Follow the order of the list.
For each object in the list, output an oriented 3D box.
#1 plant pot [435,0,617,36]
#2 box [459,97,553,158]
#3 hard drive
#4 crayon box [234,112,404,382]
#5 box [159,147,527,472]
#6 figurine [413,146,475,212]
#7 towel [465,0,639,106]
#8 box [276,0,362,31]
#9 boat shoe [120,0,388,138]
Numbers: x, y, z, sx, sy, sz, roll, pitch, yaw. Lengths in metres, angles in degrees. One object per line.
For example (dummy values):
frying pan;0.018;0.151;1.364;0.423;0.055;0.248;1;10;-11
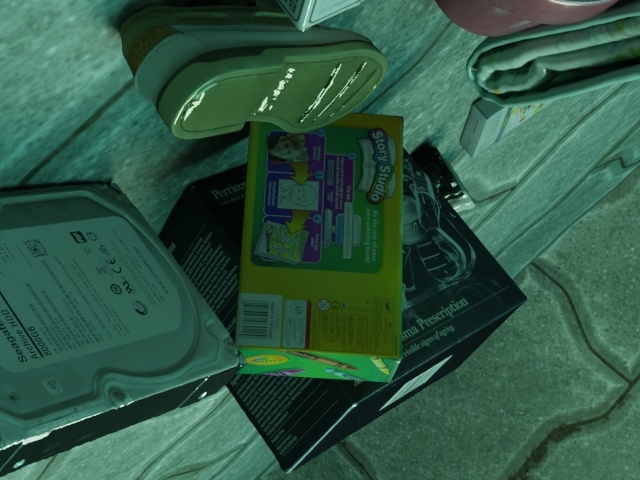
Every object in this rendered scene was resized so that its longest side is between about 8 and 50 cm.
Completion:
plant pot;0.190;-0.283;1.050;0.201;0.201;0.180;-33;180;-18
box;0.312;-0.220;1.769;0.186;0.038;0.145;-35;165;-14
hard drive;-0.237;0.061;0.960;0.064;0.237;0.339;-47;162;28
crayon box;0.000;0.000;1.165;0.165;0.278;0.081;4;156;-4
box;0.020;0.054;1.379;0.343;0.312;0.179;-24;159;-43
figurine;0.130;-0.047;1.795;0.209;0.092;0.215;-32;167;10
towel;0.359;-0.263;1.148;0.320;0.090;0.374;-37;-163;-19
box;0.051;-0.303;0.834;0.169;0.087;0.290;-31;163;-25
boat shoe;-0.047;-0.163;0.986;0.113;0.103;0.302;-48;161;27
